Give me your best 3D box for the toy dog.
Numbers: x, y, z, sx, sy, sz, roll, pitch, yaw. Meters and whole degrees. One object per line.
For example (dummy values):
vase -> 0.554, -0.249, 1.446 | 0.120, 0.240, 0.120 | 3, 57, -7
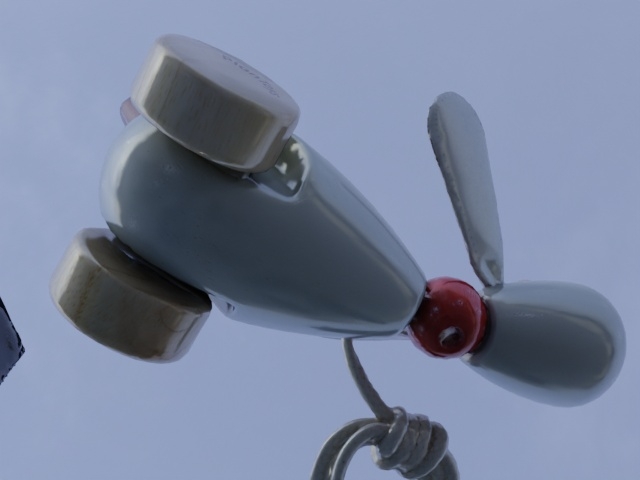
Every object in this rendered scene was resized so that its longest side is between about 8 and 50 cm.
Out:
toy dog -> 0.000, 0.000, 0.879 | 0.220, 0.161, 0.334 | -41, -58, 9

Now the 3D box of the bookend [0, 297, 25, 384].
bookend -> -0.193, 0.001, 0.451 | 0.157, 0.072, 0.156 | -19, -73, 16
